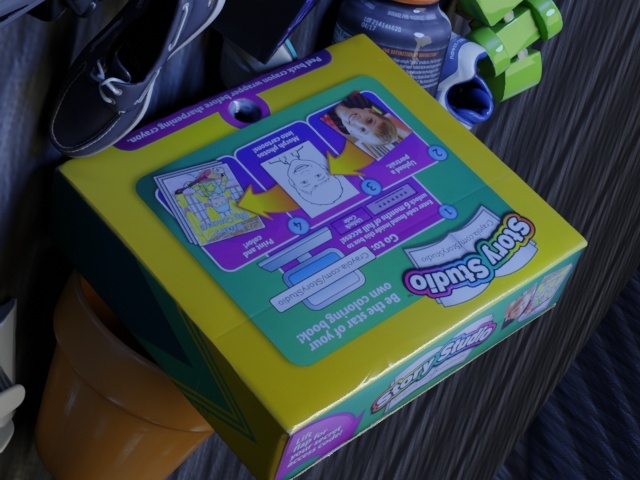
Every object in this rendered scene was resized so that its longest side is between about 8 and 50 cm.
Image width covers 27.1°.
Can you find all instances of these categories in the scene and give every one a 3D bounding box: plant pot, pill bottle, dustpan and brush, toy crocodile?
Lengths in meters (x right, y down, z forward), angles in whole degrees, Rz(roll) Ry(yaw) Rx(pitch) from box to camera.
[{"bbox_3d":[-0.172,0.136,1.233,0.188,0.205,0.205,-58,162,24],"label":"plant pot"},{"bbox_3d":[0.072,-0.193,1.488,0.130,0.130,0.246,-30,139,-54],"label":"pill bottle"},{"bbox_3d":[-0.306,0.158,1.107,0.211,0.060,0.147,-37,145,-48],"label":"dustpan and brush"},{"bbox_3d":[0.202,-0.314,1.631,0.115,0.105,0.340,-37,127,-10],"label":"toy crocodile"}]

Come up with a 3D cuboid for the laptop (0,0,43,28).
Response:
[{"bbox_3d":[-0.284,0.027,0.803,0.382,0.408,0.236,-40,106,-46],"label":"laptop"}]

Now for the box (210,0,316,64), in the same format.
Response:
[{"bbox_3d":[0.001,-0.290,1.125,0.184,0.103,0.261,-49,-174,37],"label":"box"}]

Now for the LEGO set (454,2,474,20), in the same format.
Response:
[{"bbox_3d":[0.252,-0.421,1.695,0.287,0.132,0.107,-40,143,14],"label":"LEGO set"}]

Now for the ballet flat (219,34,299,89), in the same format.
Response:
[{"bbox_3d":[-0.055,-0.162,1.325,0.086,0.086,0.248,-62,158,-8],"label":"ballet flat"}]

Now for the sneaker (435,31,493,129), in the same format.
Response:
[{"bbox_3d":[0.155,-0.159,1.707,0.112,0.131,0.296,-58,158,-22],"label":"sneaker"}]

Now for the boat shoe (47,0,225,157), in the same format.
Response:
[{"bbox_3d":[-0.160,-0.143,1.049,0.206,0.075,0.065,-45,173,22],"label":"boat shoe"}]

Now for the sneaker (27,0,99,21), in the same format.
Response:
[{"bbox_3d":[-0.172,-0.230,0.967,0.276,0.097,0.135,-21,131,-57],"label":"sneaker"}]

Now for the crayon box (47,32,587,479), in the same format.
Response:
[{"bbox_3d":[0.000,0.000,1.173,0.363,0.313,0.106,-28,154,-33],"label":"crayon box"}]
